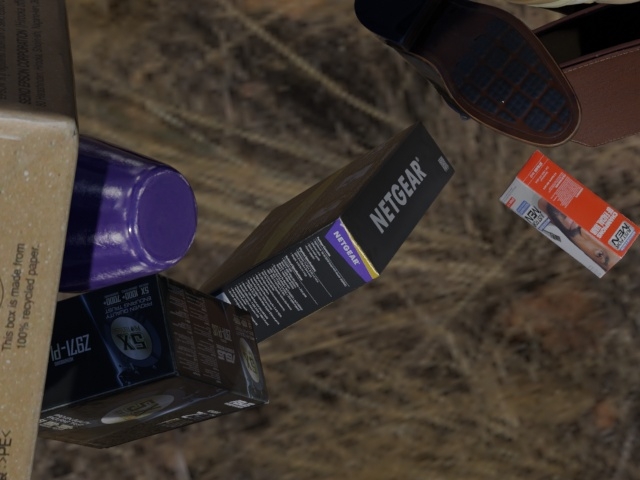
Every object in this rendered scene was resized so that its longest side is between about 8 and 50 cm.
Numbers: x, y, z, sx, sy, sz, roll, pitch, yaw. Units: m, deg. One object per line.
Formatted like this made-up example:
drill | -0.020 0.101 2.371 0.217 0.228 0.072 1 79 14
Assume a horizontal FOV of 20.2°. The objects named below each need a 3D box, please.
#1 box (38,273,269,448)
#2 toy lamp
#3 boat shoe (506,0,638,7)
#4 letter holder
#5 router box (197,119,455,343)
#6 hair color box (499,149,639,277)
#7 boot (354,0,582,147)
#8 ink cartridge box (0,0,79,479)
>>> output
box | -0.142 0.093 1.326 0.147 0.180 0.077 -17 73 15
toy lamp | -0.178 -0.015 0.898 0.275 0.080 0.080 1 101 38
boat shoe | 0.092 -0.221 1.138 0.302 0.098 0.109 38 114 45
letter holder | 0.309 -0.212 1.749 0.302 0.214 0.152 -16 71 46
router box | 0.000 0.000 2.047 0.243 0.309 0.081 -31 100 30
hair color box | 0.316 -0.033 2.284 0.167 0.053 0.093 37 161 4
boot | 0.129 -0.130 1.381 0.219 0.106 0.082 42 95 30
ink cartridge box | -0.150 0.019 0.679 0.193 0.088 0.234 -112 30 -61
